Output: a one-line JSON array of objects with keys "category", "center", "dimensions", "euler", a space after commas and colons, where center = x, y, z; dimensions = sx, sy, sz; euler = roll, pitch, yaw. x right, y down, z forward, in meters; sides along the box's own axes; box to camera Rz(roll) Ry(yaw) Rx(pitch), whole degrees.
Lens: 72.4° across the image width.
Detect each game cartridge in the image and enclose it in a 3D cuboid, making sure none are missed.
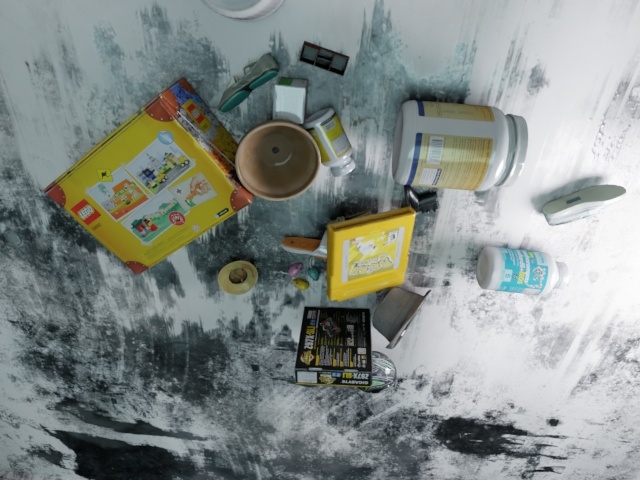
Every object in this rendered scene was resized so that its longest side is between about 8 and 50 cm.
[{"category": "game cartridge", "center": [0.159, 0.056, 1.429], "dimensions": [0.286, 0.052, 0.323], "euler": [-13, 131, -15]}]

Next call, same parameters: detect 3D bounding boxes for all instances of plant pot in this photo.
[{"category": "plant pot", "center": [-0.125, -0.242, 1.254], "dimensions": [0.238, 0.109, 0.237], "euler": [-6, 126, -8]}]

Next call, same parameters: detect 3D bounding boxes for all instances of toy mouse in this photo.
[{"category": "toy mouse", "center": [-0.060, 0.121, 1.583], "dimensions": [0.161, 0.031, 0.143], "euler": [23, 122, -10]}]

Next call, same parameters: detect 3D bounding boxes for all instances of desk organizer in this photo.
[{"category": "desk organizer", "center": [0.010, -0.487, 1.174], "dimensions": [0.130, 0.050, 0.047], "euler": [17, 123, -6]}]

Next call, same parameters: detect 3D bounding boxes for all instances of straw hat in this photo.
[{"category": "straw hat", "center": [-0.298, 0.123, 1.586], "dimensions": [0.145, 0.061, 0.144], "euler": [-5, 116, -10]}]

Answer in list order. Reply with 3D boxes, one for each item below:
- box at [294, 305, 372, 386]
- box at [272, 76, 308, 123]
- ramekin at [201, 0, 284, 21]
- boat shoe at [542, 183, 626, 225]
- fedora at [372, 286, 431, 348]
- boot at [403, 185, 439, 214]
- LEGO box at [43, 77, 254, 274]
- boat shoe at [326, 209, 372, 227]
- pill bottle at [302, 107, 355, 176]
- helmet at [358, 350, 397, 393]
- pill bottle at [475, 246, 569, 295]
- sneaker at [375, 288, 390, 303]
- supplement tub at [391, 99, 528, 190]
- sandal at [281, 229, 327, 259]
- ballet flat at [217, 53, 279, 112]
[{"category": "box", "center": [0.054, 0.367, 1.560], "dimensions": [0.257, 0.322, 0.079], "euler": [0, 121, 4]}, {"category": "box", "center": [-0.082, -0.389, 1.214], "dimensions": [0.087, 0.101, 0.101], "euler": [7, 123, 0]}, {"category": "ramekin", "center": [-0.200, -0.661, 1.034], "dimensions": [0.273, 0.127, 0.272], "euler": [2, 122, 4]}, {"category": "boat shoe", "center": [0.810, -0.103, 1.347], "dimensions": [0.228, 0.079, 0.081], "euler": [-18, 129, 21]}, {"category": "fedora", "center": [0.271, 0.254, 1.555], "dimensions": [0.124, 0.244, 0.275], "euler": [33, 145, 18]}, {"category": "boot", "center": [0.319, -0.135, 1.379], "dimensions": [0.099, 0.045, 0.121], "euler": [-11, 128, 14]}, {"category": "LEGO box", "center": [-0.494, -0.174, 1.331], "dimensions": [0.500, 0.193, 0.372], "euler": [-29, 116, 20]}, {"category": "boat shoe", "center": [0.094, -0.068, 1.437], "dimensions": [0.153, 0.056, 0.048], "euler": [-6, 113, 7]}, {"category": "pill bottle", "center": [0.030, -0.282, 1.274], "dimensions": [0.103, 0.103, 0.184], "euler": [-21, 119, 17]}, {"category": "helmet", "center": [0.213, 0.519, 1.741], "dimensions": [0.170, 0.169, 0.161], "euler": [27, 137, -12]}, {"category": "pill bottle", "center": [0.665, 0.103, 1.444], "dimensions": [0.264, 0.146, 0.146], "euler": [5, 123, 0]}, {"category": "sneaker", "center": [0.207, 0.184, 1.601], "dimensions": [0.069, 0.038, 0.098], "euler": [24, 112, -8]}, {"category": "supplement tub", "center": [0.366, -0.253, 1.189], "dimensions": [0.317, 0.228, 0.228], "euler": [5, 123, 2]}, {"category": "sandal", "center": [-0.002, 0.006, 1.463], "dimensions": [0.266, 0.102, 0.076], "euler": [6, 126, 3]}, {"category": "ballet flat", "center": [-0.212, -0.441, 1.223], "dimensions": [0.213, 0.072, 0.068], "euler": [-29, 89, 20]}]
